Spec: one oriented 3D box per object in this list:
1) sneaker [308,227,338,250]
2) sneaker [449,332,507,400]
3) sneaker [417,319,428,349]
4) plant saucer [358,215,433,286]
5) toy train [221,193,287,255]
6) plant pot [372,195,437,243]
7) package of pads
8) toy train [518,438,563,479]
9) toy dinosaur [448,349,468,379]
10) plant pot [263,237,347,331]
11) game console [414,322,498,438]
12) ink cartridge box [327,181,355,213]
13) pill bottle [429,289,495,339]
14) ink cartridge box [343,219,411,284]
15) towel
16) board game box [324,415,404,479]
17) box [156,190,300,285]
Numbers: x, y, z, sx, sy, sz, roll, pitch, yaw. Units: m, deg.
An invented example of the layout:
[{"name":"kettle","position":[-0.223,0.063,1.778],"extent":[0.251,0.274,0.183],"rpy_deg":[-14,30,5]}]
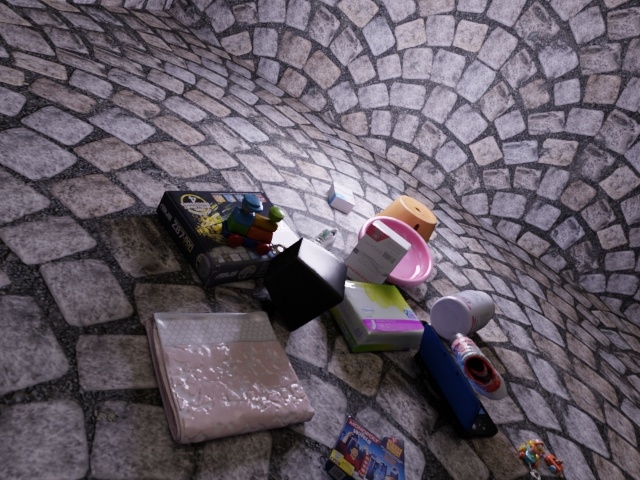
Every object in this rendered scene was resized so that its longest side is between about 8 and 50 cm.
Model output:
[{"name":"sneaker","position":[0.000,0.000,1.723],"extent":[0.080,0.094,0.212],"rpy_deg":[40,28,9]},{"name":"sneaker","position":[0.487,0.411,1.414],"extent":[0.270,0.090,0.145],"rpy_deg":[53,8,-13]},{"name":"sneaker","position":[0.324,0.288,1.617],"extent":[0.058,0.084,0.152],"rpy_deg":[12,34,-36]},{"name":"plant saucer","position":[0.291,0.053,1.899],"extent":[0.332,0.084,0.332],"rpy_deg":[15,47,-17]},{"name":"toy train","position":[-0.144,-0.036,1.367],"extent":[0.248,0.143,0.105],"rpy_deg":[19,34,-28]},{"name":"plant pot","position":[0.384,-0.065,2.132],"extent":[0.291,0.203,0.291],"rpy_deg":[26,27,-15]},{"name":"package of pads","position":[0.176,0.238,1.518],"extent":[0.297,0.101,0.229],"rpy_deg":[10,36,-40]},{"name":"toy train","position":[0.676,0.660,1.436],"extent":[0.166,0.046,0.125],"rpy_deg":[10,35,-39]},{"name":"toy dinosaur","position":[0.470,0.402,1.555],"extent":[0.112,0.064,0.211],"rpy_deg":[-96,166,-56]},{"name":"plant pot","position":[-0.052,0.108,1.336],"extent":[0.167,0.187,0.188],"rpy_deg":[48,23,-18]},{"name":"game console","position":[0.424,0.415,1.421],"extent":[0.250,0.173,0.293],"rpy_deg":[14,34,-34]},{"name":"ink cartridge box","position":[0.093,-0.207,2.201],"extent":[0.104,0.060,0.180],"rpy_deg":[24,29,-18]},{"name":"pill bottle","position":[0.550,0.275,1.803],"extent":[0.283,0.160,0.160],"rpy_deg":[-3,45,-50]},{"name":"ink cartridge box","position":[0.196,0.061,1.702],"extent":[0.159,0.218,0.092],"rpy_deg":[38,22,8]},{"name":"towel","position":[-0.204,0.288,1.074],"extent":[0.332,0.053,0.317],"rpy_deg":[8,37,-40]},{"name":"board game box","position":[0.115,0.500,1.066],"extent":[0.194,0.060,0.194],"rpy_deg":[37,26,7]},{"name":"box","position":[-0.258,-0.021,1.472],"extent":[0.395,0.097,0.318],"rpy_deg":[-4,49,-50]}]
